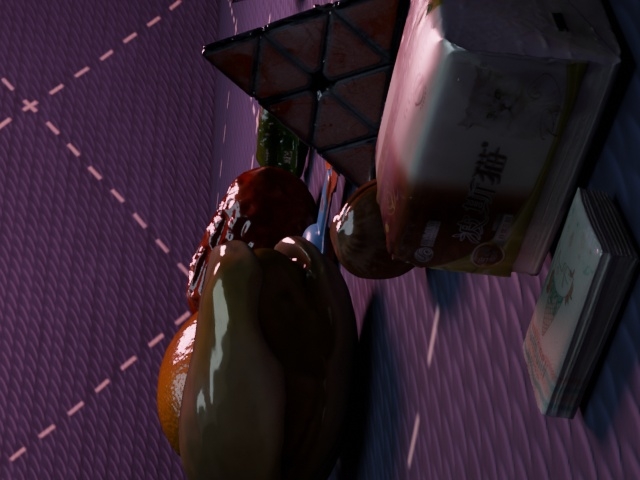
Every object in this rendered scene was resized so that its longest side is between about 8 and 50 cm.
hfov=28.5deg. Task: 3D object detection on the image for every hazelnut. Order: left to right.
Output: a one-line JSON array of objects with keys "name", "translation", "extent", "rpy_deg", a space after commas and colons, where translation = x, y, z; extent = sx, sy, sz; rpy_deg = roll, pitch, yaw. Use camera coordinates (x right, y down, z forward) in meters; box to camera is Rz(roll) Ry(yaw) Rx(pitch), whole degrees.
[{"name": "hazelnut", "translation": [0.046, -0.010, 0.981], "extent": [0.086, 0.086, 0.086], "rpy_deg": [-176, 90, -81]}]

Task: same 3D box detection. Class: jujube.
[{"name": "jujube", "translation": [-0.081, 0.021, 1.570], "extent": [0.155, 0.155, 0.230], "rpy_deg": [-98, 25, -53]}]

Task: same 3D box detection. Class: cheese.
[{"name": "cheese", "translation": [0.000, 0.000, 1.406], "extent": [0.106, 0.037, 0.256], "rpy_deg": [-102, 20, -57]}]

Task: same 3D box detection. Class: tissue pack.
[{"name": "tissue pack", "translation": [0.088, -0.070, 0.684], "extent": [0.106, 0.099, 0.149], "rpy_deg": [-95, 12, -47]}, {"name": "tissue pack", "translation": [0.127, 0.033, 0.631], "extent": [0.056, 0.023, 0.108], "rpy_deg": [-98, 16, -53]}]

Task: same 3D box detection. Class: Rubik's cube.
[{"name": "Rubik's cube", "translation": [-0.005, -0.194, 1.243], "extent": [0.178, 0.190, 0.211], "rpy_deg": [-66, -9, -64]}]

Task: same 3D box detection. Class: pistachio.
[{"name": "pistachio", "translation": [-0.055, 0.135, 1.230], "extent": [0.197, 0.166, 0.288], "rpy_deg": [22, 108, 58]}]

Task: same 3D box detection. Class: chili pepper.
[{"name": "chili pepper", "translation": [-0.043, -0.169, 1.630], "extent": [0.073, 0.072, 0.204], "rpy_deg": [-100, 16, -63]}]

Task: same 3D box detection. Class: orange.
[{"name": "orange", "translation": [-0.091, 0.165, 1.417], "extent": [0.206, 0.206, 0.206], "rpy_deg": [-176, 90, -81]}]

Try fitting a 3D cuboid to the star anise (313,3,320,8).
[{"name": "star anise", "translation": [-0.003, -0.188, 1.376], "extent": [0.191, 0.070, 0.097], "rpy_deg": [71, -161, -61]}]

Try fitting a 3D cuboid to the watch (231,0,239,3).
[{"name": "watch", "translation": [-0.106, -0.479, 1.858], "extent": [0.217, 0.210, 0.249], "rpy_deg": [93, 168, -60]}]
